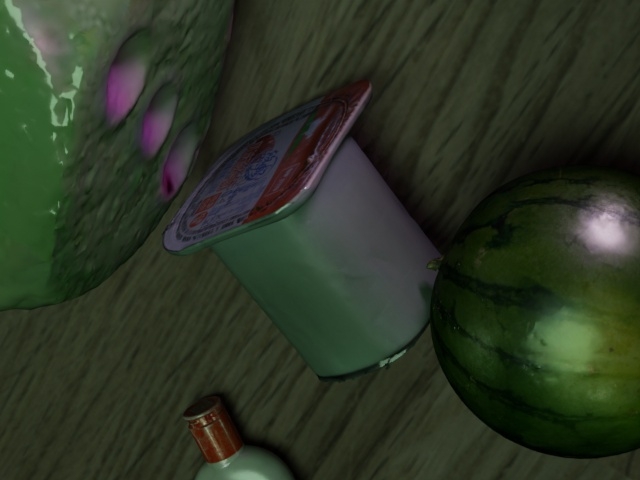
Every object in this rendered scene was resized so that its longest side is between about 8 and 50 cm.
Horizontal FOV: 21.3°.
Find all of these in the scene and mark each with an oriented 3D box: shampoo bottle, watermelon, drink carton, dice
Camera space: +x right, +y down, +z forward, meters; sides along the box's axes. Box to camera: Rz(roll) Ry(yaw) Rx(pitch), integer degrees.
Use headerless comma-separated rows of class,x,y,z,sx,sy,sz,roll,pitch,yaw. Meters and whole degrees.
shampoo bottle,-0.068,0.254,1.657,0.108,0.051,0.221,-18,108,26
watermelon,0.209,0.056,1.376,0.242,0.242,0.242,7,116,14
drink carton,0.000,0.000,1.455,0.191,0.185,0.189,-21,121,38
dice,-0.264,-0.158,1.370,0.318,0.330,0.322,23,120,11
